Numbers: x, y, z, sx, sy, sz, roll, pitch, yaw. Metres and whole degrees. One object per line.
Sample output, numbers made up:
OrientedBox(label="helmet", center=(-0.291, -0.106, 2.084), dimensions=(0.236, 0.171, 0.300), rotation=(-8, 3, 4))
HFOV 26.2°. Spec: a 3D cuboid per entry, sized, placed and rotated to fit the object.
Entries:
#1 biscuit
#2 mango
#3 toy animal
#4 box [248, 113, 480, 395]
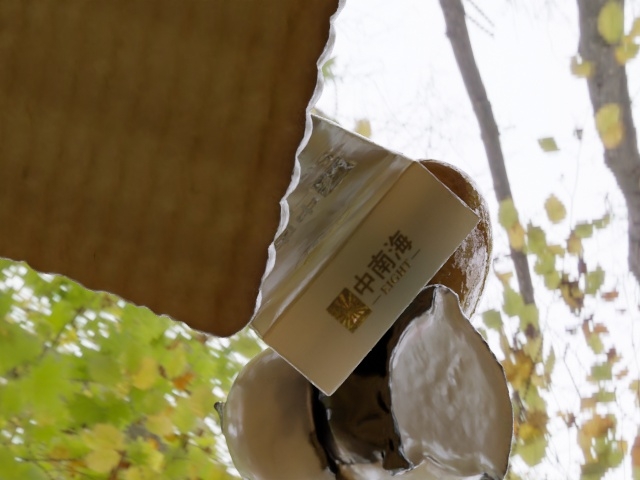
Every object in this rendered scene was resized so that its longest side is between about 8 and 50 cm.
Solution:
OrientedBox(label="biscuit", center=(-0.072, -0.105, 0.495), dimensions=(0.172, 0.029, 0.254), rotation=(19, -72, 11))
OrientedBox(label="mango", center=(0.090, 0.042, 1.362), dimensions=(0.139, 0.175, 0.254), rotation=(5, -115, 34))
OrientedBox(label="toy animal", center=(0.028, 0.150, 1.154), dimensions=(0.235, 0.187, 0.165), rotation=(-25, -121, 38))
OrientedBox(label="box", center=(0.000, 0.000, 0.971), dimensions=(0.067, 0.243, 0.155), rotation=(40, -90, -21))
